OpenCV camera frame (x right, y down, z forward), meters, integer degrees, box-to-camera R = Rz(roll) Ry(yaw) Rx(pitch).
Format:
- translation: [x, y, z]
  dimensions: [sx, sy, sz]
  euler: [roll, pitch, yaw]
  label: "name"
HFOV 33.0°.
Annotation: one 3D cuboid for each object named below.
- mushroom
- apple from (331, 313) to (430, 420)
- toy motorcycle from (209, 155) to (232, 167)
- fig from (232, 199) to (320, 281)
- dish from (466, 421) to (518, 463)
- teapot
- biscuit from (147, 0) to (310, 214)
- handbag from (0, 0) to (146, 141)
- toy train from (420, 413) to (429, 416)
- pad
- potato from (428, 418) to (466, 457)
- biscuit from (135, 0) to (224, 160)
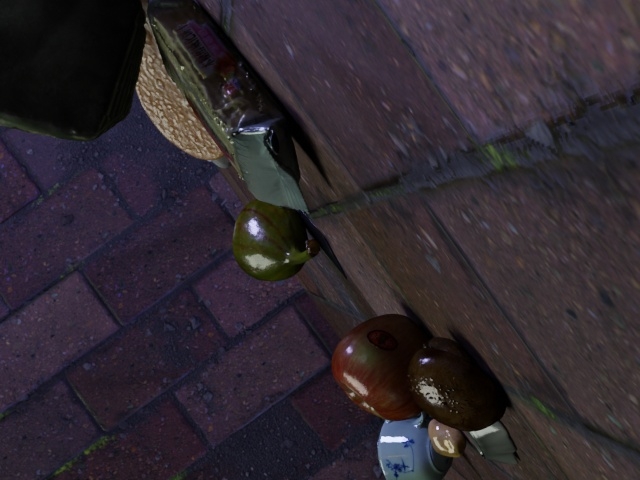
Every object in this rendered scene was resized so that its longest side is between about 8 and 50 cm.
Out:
- translation: [0.152, 0.161, 1.194]
  dimensions: [0.127, 0.087, 0.127]
  euler: [30, 169, 6]
  label: "mushroom"
- translation: [0.094, 0.168, 1.442]
  dimensions: [0.146, 0.131, 0.146]
  euler: [40, 165, 13]
  label: "apple"
- translation: [-0.184, -0.215, 1.677]
  dimensions: [0.171, 0.110, 0.260]
  euler: [22, 145, 49]
  label: "toy motorcycle"
- translation: [-0.053, 0.012, 1.917]
  dimensions: [0.259, 0.151, 0.151]
  euler: [18, 147, 51]
  label: "fig"
- translation: [0.212, 0.252, 1.394]
  dimensions: [0.091, 0.039, 0.137]
  euler: [49, 171, 47]
  label: "dish"
- translation: [0.202, 0.410, 2.130]
  dimensions: [0.232, 0.159, 0.159]
  euler: [66, 172, -14]
  label: "teapot"
- translation: [-0.117, -0.178, 1.322]
  dimensions: [0.309, 0.079, 0.186]
  euler: [55, 172, 25]
  label: "biscuit"
- translation: [-0.395, -0.271, 1.392]
  dimensions: [0.340, 0.247, 0.240]
  euler: [18, -169, -12]
  label: "handbag"
- translation: [0.203, 0.343, 2.256]
  dimensions: [0.083, 0.017, 0.017]
  euler: [57, -179, -35]
  label: "toy train"
- translation: [0.000, 0.000, 1.905]
  dimensions: [0.112, 0.003, 0.157]
  euler: [51, 174, 33]
  label: "pad"
- translation: [0.223, 0.346, 1.890]
  dimensions: [0.068, 0.062, 0.083]
  euler: [39, 163, -35]
  label: "potato"
- translation: [-0.212, -0.246, 1.565]
  dimensions: [0.202, 0.044, 0.289]
  euler: [-9, 115, 50]
  label: "biscuit"
